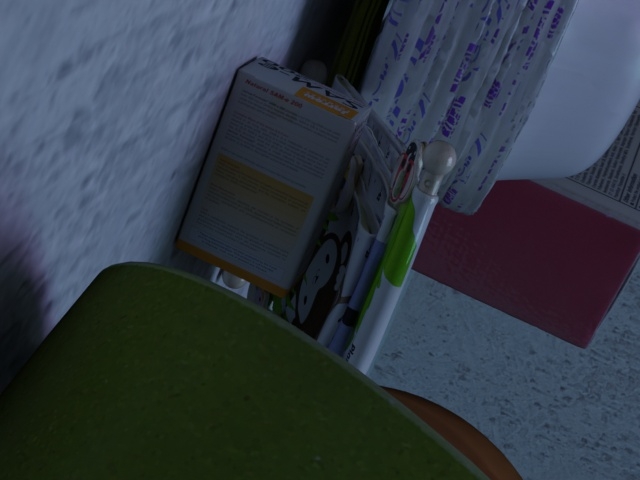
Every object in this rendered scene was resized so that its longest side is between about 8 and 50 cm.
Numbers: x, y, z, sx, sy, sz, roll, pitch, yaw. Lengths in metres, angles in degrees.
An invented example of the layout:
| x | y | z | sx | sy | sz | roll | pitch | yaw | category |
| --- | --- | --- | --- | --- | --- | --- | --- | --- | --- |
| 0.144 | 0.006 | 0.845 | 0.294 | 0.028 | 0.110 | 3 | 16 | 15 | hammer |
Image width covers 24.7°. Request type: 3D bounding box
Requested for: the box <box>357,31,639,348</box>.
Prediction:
| x | y | z | sx | sy | sz | roll | pitch | yaw | category |
| --- | --- | --- | --- | --- | --- | --- | --- | --- | --- |
| 0.126 | -0.051 | 1.061 | 0.148 | 0.232 | 0.126 | -58 | 170 | -47 | box |

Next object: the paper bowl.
| x | y | z | sx | sy | sz | roll | pitch | yaw | category |
| --- | --- | --- | --- | --- | --- | --- | --- | --- | --- |
| 0.126 | -0.150 | 0.863 | 0.284 | 0.148 | 0.284 | -158 | -90 | -89 | paper bowl |

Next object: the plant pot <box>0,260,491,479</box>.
| x | y | z | sx | sy | sz | roll | pitch | yaw | category |
| --- | --- | --- | --- | --- | --- | --- | --- | --- | --- |
| -0.077 | 0.204 | 0.459 | 0.293 | 0.275 | 0.274 | -45 | 166 | -22 | plant pot |

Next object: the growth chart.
| x | y | z | sx | sy | sz | roll | pitch | yaw | category |
| --- | --- | --- | --- | --- | --- | --- | --- | --- | --- |
| 0.000 | 0.000 | 0.759 | 0.237 | 0.021 | 0.172 | -129 | -124 | -65 | growth chart |

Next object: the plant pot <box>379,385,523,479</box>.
| x | y | z | sx | sy | sz | roll | pitch | yaw | category |
| --- | --- | --- | --- | --- | --- | --- | --- | --- | --- |
| -0.015 | 0.218 | 0.879 | 0.290 | 0.291 | 0.203 | -65 | 157 | -4 | plant pot |

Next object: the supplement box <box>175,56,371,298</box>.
| x | y | z | sx | sy | sz | roll | pitch | yaw | category |
| --- | --- | --- | --- | --- | --- | --- | --- | --- | --- |
| -0.023 | -0.031 | 0.708 | 0.098 | 0.062 | 0.036 | -67 | 172 | 22 | supplement box |

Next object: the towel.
| x | y | z | sx | sy | sz | roll | pitch | yaw | category |
| --- | --- | --- | --- | --- | --- | --- | --- | --- | --- |
| 0.048 | -0.171 | 0.867 | 0.102 | 0.021 | 0.237 | -38 | 149 | -80 | towel |
